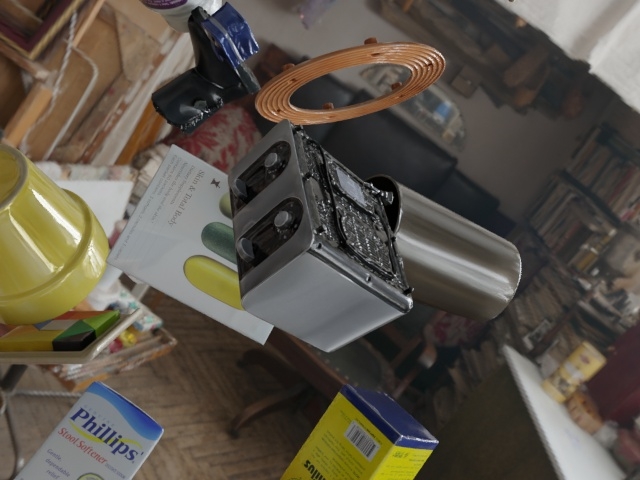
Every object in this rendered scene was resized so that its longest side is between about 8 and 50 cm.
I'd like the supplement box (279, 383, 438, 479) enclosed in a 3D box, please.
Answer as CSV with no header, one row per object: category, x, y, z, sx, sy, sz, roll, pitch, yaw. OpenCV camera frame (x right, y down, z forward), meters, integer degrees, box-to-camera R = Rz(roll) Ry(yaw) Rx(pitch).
supplement box,0.071,0.544,1.560,0.195,0.356,0.194,37,6,39

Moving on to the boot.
boot,-0.260,-0.331,1.355,0.094,0.207,0.246,64,8,30

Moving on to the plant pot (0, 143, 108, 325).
plant pot,-0.517,-0.022,1.117,0.254,0.254,0.239,49,-18,30

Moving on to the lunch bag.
lunch bag,-0.152,-0.334,1.107,0.067,0.065,0.098,49,-5,27

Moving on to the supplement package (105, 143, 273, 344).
supplement package,-0.163,0.000,1.062,0.263,0.199,0.198,30,0,-11

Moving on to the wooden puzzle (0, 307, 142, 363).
wooden puzzle,-0.466,0.165,1.189,0.239,0.044,0.221,-6,13,8

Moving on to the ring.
ring,0.049,-0.276,1.168,0.336,0.336,0.032,0,75,-61

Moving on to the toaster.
toaster,0.000,0.000,0.650,0.186,0.110,0.168,33,33,-41

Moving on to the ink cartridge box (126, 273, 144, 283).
ink cartridge box,-0.385,0.046,1.502,0.181,0.104,0.061,98,-16,-73

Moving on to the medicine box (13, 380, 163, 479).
medicine box,-0.419,0.415,1.143,0.149,0.263,0.289,36,63,-2

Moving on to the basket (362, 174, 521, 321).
basket,0.152,0.021,0.935,0.227,0.154,0.204,21,-2,-20

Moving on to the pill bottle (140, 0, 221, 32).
pill bottle,-0.296,-0.535,1.243,0.169,0.169,0.301,48,-5,26
